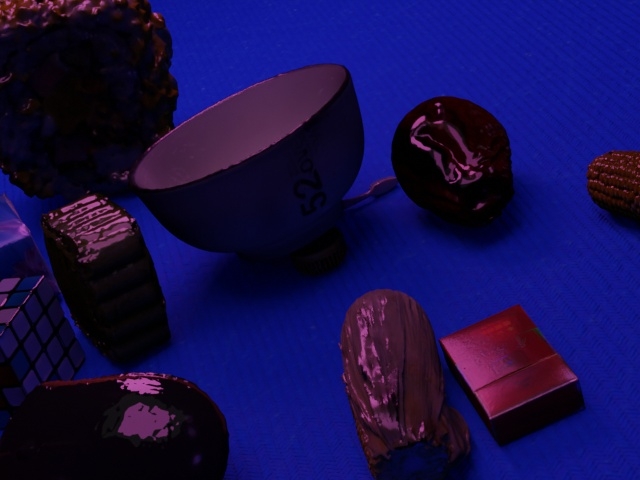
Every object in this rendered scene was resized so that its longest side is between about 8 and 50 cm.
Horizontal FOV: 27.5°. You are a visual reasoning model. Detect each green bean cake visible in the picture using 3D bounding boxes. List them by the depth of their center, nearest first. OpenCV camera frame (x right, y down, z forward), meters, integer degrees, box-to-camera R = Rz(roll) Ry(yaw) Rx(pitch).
[{"bbox_3d":[-0.305,0.051,1.849,0.113,0.200,0.214,-24,25,-22],"label":"green bean cake"}]

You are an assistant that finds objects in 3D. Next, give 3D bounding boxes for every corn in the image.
[{"bbox_3d":[0.089,0.165,1.487,0.122,0.123,0.305,-17,31,3],"label":"corn"},{"bbox_3d":[0.450,-0.058,1.646,0.106,0.106,0.293,-38,32,-26],"label":"corn"}]

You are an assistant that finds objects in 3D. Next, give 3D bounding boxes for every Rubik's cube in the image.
[{"bbox_3d":[-0.444,0.155,1.810,0.151,0.155,0.154,-7,33,23],"label":"Rubik's cube"}]

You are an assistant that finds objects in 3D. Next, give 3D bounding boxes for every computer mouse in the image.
[{"bbox_3d":[-0.257,0.246,1.528,0.323,0.116,0.183,-8,66,26],"label":"computer mouse"}]

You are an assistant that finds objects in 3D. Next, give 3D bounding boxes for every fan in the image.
[{"bbox_3d":[0.000,0.000,1.898,0.082,0.039,0.155,-16,26,11],"label":"fan"}]

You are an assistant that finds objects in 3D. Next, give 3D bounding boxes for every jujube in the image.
[{"bbox_3d":[0.193,-0.107,1.837,0.168,0.168,0.236,-24,33,-4],"label":"jujube"}]

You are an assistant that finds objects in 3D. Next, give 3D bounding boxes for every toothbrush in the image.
[{"bbox_3d":[-0.005,-0.039,1.981,0.269,0.021,0.027,-24,17,-6],"label":"toothbrush"}]

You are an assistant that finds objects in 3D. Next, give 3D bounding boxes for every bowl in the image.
[{"bbox_3d":[-0.081,-0.091,1.882,0.354,0.185,0.354,-23,21,9],"label":"bowl"}]

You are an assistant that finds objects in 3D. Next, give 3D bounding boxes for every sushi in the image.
[{"bbox_3d":[-0.413,-0.271,2.248,0.351,0.397,0.240,-17,29,-7],"label":"sushi"}]

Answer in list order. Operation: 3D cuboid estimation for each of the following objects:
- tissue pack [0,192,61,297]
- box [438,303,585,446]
[{"bbox_3d":[-0.569,0.062,2.051,0.263,0.146,0.198,-29,30,-13],"label":"tissue pack"},{"bbox_3d":[0.217,0.151,1.502,0.112,0.048,0.175,-24,30,-5],"label":"box"}]
